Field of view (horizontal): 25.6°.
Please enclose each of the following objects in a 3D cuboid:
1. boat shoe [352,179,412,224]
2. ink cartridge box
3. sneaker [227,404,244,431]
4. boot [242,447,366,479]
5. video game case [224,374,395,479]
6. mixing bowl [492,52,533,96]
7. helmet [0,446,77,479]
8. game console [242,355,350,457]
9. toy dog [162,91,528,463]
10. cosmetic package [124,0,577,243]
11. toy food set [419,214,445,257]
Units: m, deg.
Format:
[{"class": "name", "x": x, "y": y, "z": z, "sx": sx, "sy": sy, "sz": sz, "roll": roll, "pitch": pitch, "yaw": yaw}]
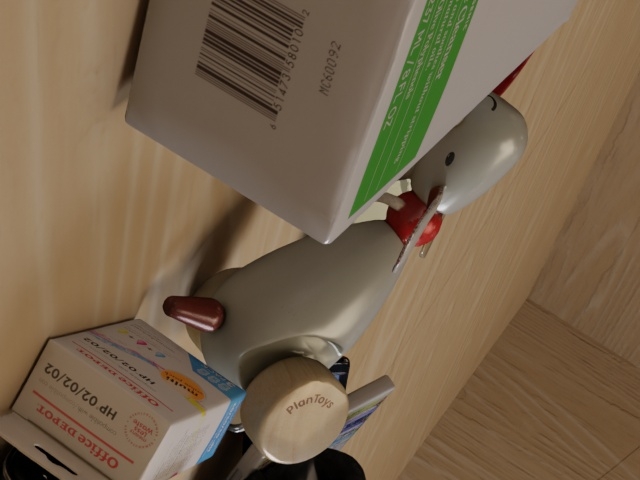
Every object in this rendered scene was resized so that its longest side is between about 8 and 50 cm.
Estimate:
[{"class": "boat shoe", "x": 0.019, "y": 0.011, "z": 1.387, "sx": 0.081, "sy": 0.069, "sz": 0.228, "roll": 10, "pitch": 114, "yaw": -33}, {"class": "ink cartridge box", "x": -0.135, "y": 0.113, "z": 0.966, "sx": 0.062, "sy": 0.104, "sz": 0.181, "roll": -60, "pitch": 167, "yaw": 11}, {"class": "sneaker", "x": -0.069, "y": 0.148, "z": 1.463, "sx": 0.109, "sy": 0.040, "sz": 0.044, "roll": -57, "pitch": 151, "yaw": -19}, {"class": "boot", "x": -0.076, "y": 0.399, "z": 1.723, "sx": 0.367, "sy": 0.146, "sz": 0.445, "roll": -38, "pitch": 160, "yaw": -53}, {"class": "video game case", "x": -0.030, "y": 0.248, "z": 1.653, "sx": 0.212, "sy": 0.023, "sz": 0.193, "roll": -22, "pitch": 158, "yaw": -38}, {"class": "mixing bowl", "x": 0.146, "y": -0.216, "z": 1.241, "sx": 0.181, "sy": 0.098, "sz": 0.181, "roll": -54, "pitch": 167, "yaw": -19}, {"class": "helmet", "x": -0.173, "y": 0.230, "z": 0.984, "sx": 0.169, "sy": 0.169, "sz": 0.162, "roll": -27, "pitch": 136, "yaw": -65}, {"class": "game console", "x": -0.028, "y": 0.195, "z": 1.592, "sx": 0.144, "sy": 0.124, "sz": 0.085, "roll": 97, "pitch": -10, "yaw": -63}, {"class": "toy dog", "x": 0.000, "y": 0.000, "z": 1.093, "sx": 0.161, "sy": 0.220, "sz": 0.334, "roll": 37, "pitch": 76, "yaw": -46}, {"class": "cosmetic package", "x": 0.056, "y": -0.183, "z": 0.867, "sx": 0.365, "sy": 0.155, "sz": 0.197, "roll": -42, "pitch": 158, "yaw": -46}, {"class": "toy food set", "x": 0.117, "y": -0.057, "z": 1.670, "sx": 0.132, "sy": 0.038, "sz": 0.192, "roll": -63, "pitch": 163, "yaw": -7}]
